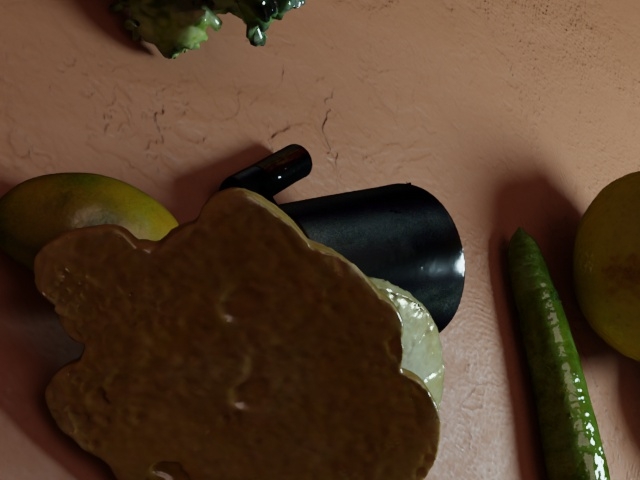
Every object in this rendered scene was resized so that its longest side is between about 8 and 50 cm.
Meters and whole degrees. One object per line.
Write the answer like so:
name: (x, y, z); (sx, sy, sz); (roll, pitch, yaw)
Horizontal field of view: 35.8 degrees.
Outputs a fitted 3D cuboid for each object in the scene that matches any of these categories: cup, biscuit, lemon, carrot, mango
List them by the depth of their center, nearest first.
biscuit: (-0.069, 0.111, 0.815); (0.376, 0.269, 0.051); (38, 6, -16)
mango: (-0.189, -0.004, 0.837); (0.163, 0.089, 0.111); (37, 54, -17)
biscuit: (0.038, 0.150, 0.920); (0.188, 0.040, 0.265); (-23, 126, -23)
cup: (-0.001, 0.017, 0.997); (0.177, 0.239, 0.166); (-8, 119, -39)
carrot: (0.287, 0.152, 1.234); (0.074, 0.074, 0.358); (9, 63, -41)
lemon: (0.458, 0.031, 1.317); (0.267, 0.267, 0.267); (20, 59, -36)

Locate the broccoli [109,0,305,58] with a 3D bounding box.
broccoli: (-0.132, -0.375, 0.951); (0.281, 0.293, 0.348); (-8, 61, -6)
